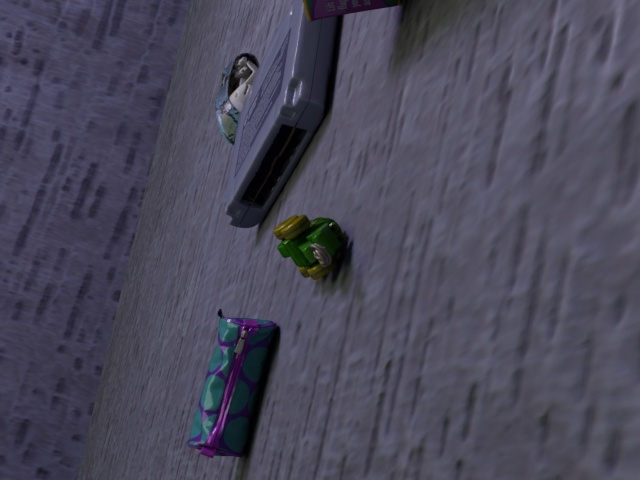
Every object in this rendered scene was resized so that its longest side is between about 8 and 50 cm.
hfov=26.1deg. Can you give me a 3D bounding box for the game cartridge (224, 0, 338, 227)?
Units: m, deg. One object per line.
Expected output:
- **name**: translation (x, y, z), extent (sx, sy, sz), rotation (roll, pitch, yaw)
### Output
- **game cartridge**: translation (-0.047, -0.165, 1.652), extent (0.294, 0.060, 0.196), rotation (125, 153, -56)

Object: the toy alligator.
- **toy alligator**: translation (0.000, 0.000, 1.273), extent (0.051, 0.056, 0.190), rotation (-36, 8, -10)

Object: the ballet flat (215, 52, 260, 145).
- **ballet flat**: translation (-0.112, -0.209, 1.967), extent (0.188, 0.070, 0.070), rotation (-97, 25, -51)

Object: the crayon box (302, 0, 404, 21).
- **crayon box**: translation (-0.007, -0.422, 1.195), extent (0.363, 0.106, 0.313), rotation (73, -173, -66)

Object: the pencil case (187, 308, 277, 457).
- **pencil case**: translation (-0.094, 0.153, 1.461), extent (0.070, 0.065, 0.151), rotation (46, -123, -86)
